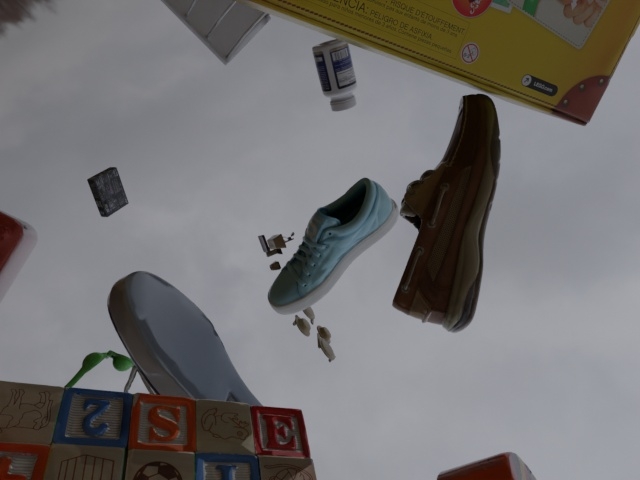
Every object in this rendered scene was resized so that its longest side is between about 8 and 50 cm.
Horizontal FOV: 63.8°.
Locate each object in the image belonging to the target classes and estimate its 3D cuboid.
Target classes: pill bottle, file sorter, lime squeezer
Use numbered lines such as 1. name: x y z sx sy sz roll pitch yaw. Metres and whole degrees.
1. pill bottle: 0.042 -0.427 1.333 0.094 0.169 0.094 -13 -154 6
2. file sorter: -0.238 -0.600 1.191 0.193 0.278 0.173 -56 -159 -24
3. lime squeezer: -0.496 0.314 1.230 0.059 0.310 0.110 -53 -127 34

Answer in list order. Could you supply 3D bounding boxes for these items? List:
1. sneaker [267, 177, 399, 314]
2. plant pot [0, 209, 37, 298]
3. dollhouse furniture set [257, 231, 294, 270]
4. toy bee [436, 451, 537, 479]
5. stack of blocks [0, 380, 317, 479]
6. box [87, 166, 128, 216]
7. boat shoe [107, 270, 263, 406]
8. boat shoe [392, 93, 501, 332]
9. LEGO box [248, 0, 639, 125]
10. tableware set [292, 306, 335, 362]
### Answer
1. sneaker: 0.000 0.000 1.134 0.366 0.150 0.135 -45 -139 -3
2. plant pot: -0.500 0.032 0.596 0.236 0.267 0.267 -10 -127 49
3. dollhouse furniture set: -0.074 0.015 1.158 0.081 0.091 0.114 -23 -174 -22
4. toy bee: 0.150 0.296 0.310 0.195 0.162 0.298 -9 -121 34
5. stack of blocks: -0.144 0.180 0.294 0.087 0.297 0.171 -63 -153 29
6. box: -0.430 -0.099 1.044 0.018 0.083 0.067 4 -148 23
7. boat shoe: -0.176 0.219 0.664 0.156 0.367 0.136 -33 -170 18
8. boat shoe: 0.164 -0.047 0.681 0.116 0.123 0.324 10 -103 12
9. LEGO box: 0.142 -0.388 0.567 0.193 0.500 0.372 -120 -133 -62
10. tableware set: -0.014 0.223 1.282 0.020 0.168 0.141 -36 -169 12
